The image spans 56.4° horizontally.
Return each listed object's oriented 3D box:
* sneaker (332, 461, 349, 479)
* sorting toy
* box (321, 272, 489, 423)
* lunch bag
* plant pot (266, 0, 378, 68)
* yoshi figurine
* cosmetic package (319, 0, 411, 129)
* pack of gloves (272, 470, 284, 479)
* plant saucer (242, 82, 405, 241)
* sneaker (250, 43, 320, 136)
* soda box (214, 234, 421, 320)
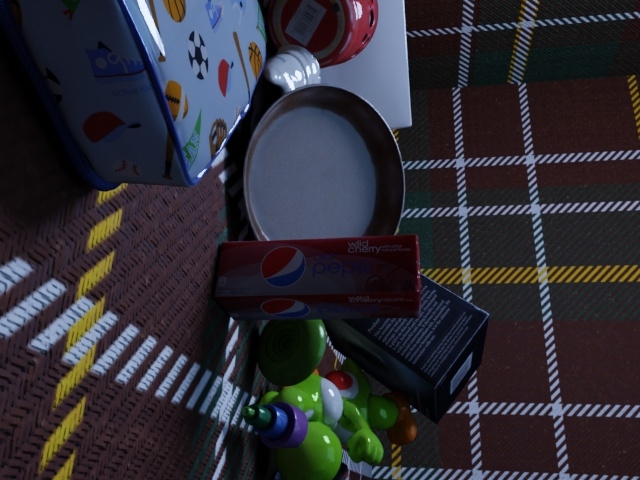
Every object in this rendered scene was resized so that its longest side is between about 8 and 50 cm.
[{"bbox_3d":[0.008,0.485,1.099,0.270,0.090,0.145,109,-23,-81],"label":"sneaker"},{"bbox_3d":[-0.074,0.120,0.907,0.126,0.127,0.366,40,42,-45],"label":"sorting toy"},{"bbox_3d":[0.163,0.191,1.222,0.183,0.294,0.296,-48,152,-16],"label":"box"},{"bbox_3d":[-0.137,-0.207,0.499,0.303,0.114,0.243,-80,163,-45],"label":"lunch bag"},{"bbox_3d":[0.003,-0.413,1.107,0.174,0.191,0.191,-65,152,-60],"label":"plant pot"},{"bbox_3d":[0.024,0.343,1.053,0.204,0.203,0.362,-54,143,10],"label":"yoshi figurine"},{"bbox_3d":[0.071,-0.432,1.320,0.156,0.217,0.385,-119,-156,-70],"label":"cosmetic package"},{"bbox_3d":[-0.049,0.507,1.083,0.232,0.046,0.195,31,57,-78],"label":"pack of gloves"},{"bbox_3d":[0.006,-0.085,0.937,0.050,0.310,0.311,3,-86,55],"label":"plant saucer"},{"bbox_3d":[-0.067,-0.165,0.994,0.129,0.111,0.297,-41,133,-49],"label":"sneaker"},{"bbox_3d":[0.000,0.052,0.793,0.092,0.263,0.083,72,18,-59],"label":"soda box"}]
